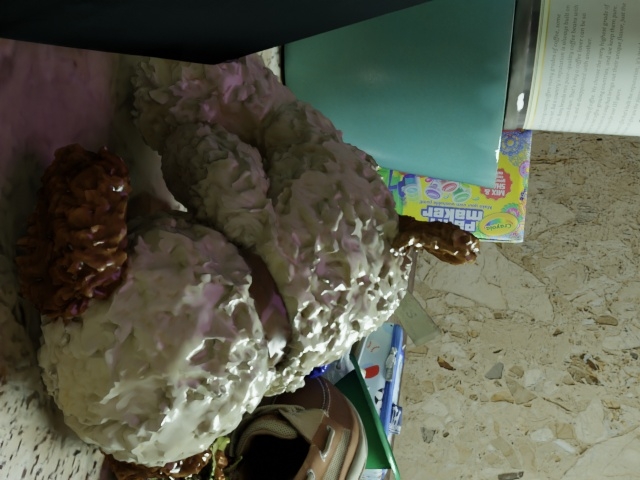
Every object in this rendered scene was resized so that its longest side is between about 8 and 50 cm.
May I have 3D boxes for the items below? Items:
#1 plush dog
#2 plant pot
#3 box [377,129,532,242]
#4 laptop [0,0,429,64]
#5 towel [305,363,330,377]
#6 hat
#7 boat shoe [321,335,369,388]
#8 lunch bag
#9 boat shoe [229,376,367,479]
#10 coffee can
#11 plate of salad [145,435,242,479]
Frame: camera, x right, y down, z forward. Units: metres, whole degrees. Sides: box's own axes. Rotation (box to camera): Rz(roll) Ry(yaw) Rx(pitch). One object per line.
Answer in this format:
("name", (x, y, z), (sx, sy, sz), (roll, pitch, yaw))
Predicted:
("plush dog", (-0.053, 0.033, 0.435), (0.225, 0.211, 0.262), (-37, 130, -35))
("plant pot", (0.092, -0.212, 0.852), (0.293, 0.235, 0.293), (5, 90, -79))
("box", (0.194, -0.092, 1.273), (0.279, 0.290, 0.177), (-3, 98, -79))
("laptop", (0.008, -0.170, 0.329), (0.136, 0.234, 0.264), (43, 55, -41))
("towel", (0.000, 0.000, 0.934), (0.308, 0.076, 0.227), (-59, 145, -64))
("hat", (-0.012, 0.254, 0.951), (0.208, 0.183, 0.173), (70, -1, -70))
("boat shoe", (0.042, 0.153, 1.104), (0.118, 0.103, 0.320), (74, 25, -60))
("lunch bag", (0.079, 0.266, 1.269), (0.303, 0.115, 0.243), (89, 12, -63))
("boat shoe", (-0.028, 0.216, 0.755), (0.116, 0.123, 0.324), (60, 10, -18))
("coffee can", (0.339, -0.208, 0.787), (0.201, 0.275, 0.201), (6, 90, -79))
("plate of salad", (-0.100, 0.198, 0.566), (0.200, 0.048, 0.200), (5, 90, -78))
